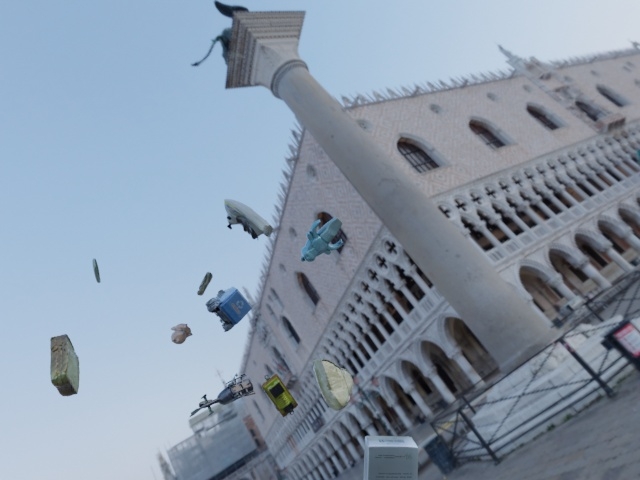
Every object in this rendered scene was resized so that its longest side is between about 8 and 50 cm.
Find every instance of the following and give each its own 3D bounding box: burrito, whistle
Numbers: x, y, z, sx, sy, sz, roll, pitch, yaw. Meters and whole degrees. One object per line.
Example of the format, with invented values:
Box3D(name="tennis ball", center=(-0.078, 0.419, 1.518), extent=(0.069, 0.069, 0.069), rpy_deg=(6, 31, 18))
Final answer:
Box3D(name="burrito", center=(-0.629, 0.234, 2.258), extent=(0.149, 0.041, 0.055), rpy_deg=(-62, 1, 4))
Box3D(name="whistle", center=(0.000, 0.000, 2.020), extent=(0.274, 0.093, 0.186), rpy_deg=(-47, -60, 3))

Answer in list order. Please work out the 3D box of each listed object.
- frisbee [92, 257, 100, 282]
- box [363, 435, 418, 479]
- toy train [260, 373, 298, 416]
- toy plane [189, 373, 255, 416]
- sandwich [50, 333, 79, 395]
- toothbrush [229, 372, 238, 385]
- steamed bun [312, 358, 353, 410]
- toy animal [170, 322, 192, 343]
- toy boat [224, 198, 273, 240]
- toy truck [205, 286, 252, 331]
Box3D(name="frisbee", center=(-0.964, 0.130, 1.782), extent=(0.014, 0.110, 0.110), rpy_deg=(-12, -32, -23))
Box3D(name="box", center=(0.276, 0.948, 1.649), extent=(0.200, 0.300, 0.106), rpy_deg=(3, -4, -3))
Box3D(name="toy train", center=(-0.181, 0.693, 1.851), extent=(0.089, 0.219, 0.127), rpy_deg=(-35, 1, -20))
Box3D(name="toy plane", center=(-0.472, 0.785, 2.084), extent=(0.381, 0.106, 0.155), rpy_deg=(-11, -31, -46))
Box3D(name="sandwich", center=(-1.446, 0.720, 2.346), extent=(0.099, 0.271, 0.301), rpy_deg=(-4, -37, -20))
Box3D(name="toothbrush", center=(-0.429, 0.690, 2.056), extent=(0.011, 0.014, 0.167), rpy_deg=(-40, 1, -1))
Box3D(name="steamed bun", center=(0.059, 0.649, 1.851), extent=(0.110, 0.231, 0.212), rpy_deg=(-38, -33, 22))
Box3D(name="toy animal", center=(-0.681, 0.452, 2.009), extent=(0.089, 0.084, 0.150), rpy_deg=(-29, 12, 4))
Box3D(name="toy boat", center=(-0.351, -0.093, 1.933), extent=(0.141, 0.269, 0.141), rpy_deg=(24, -90, -80))
Box3D(name="toy truck", center=(-0.457, 0.331, 2.054), extent=(0.175, 0.146, 0.367), rpy_deg=(-40, 12, -16))
